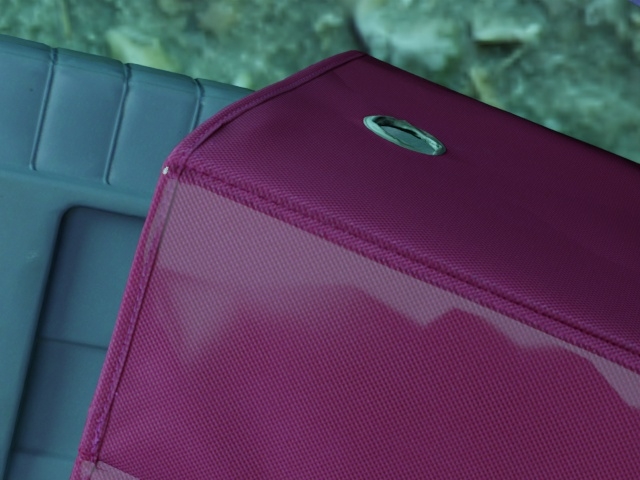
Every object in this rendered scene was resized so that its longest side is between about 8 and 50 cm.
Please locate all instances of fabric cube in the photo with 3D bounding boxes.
[{"bbox_3d":[0.059,0.093,0.652,0.258,0.254,0.259,23,111,11],"label":"fabric cube"}]

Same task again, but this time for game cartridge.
[{"bbox_3d":[-0.179,0.070,0.784,0.230,0.068,0.355,10,107,-19],"label":"game cartridge"}]

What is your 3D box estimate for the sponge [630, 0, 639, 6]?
[{"bbox_3d":[0.153,-0.199,0.613,0.117,0.031,0.210,28,131,-8],"label":"sponge"}]
